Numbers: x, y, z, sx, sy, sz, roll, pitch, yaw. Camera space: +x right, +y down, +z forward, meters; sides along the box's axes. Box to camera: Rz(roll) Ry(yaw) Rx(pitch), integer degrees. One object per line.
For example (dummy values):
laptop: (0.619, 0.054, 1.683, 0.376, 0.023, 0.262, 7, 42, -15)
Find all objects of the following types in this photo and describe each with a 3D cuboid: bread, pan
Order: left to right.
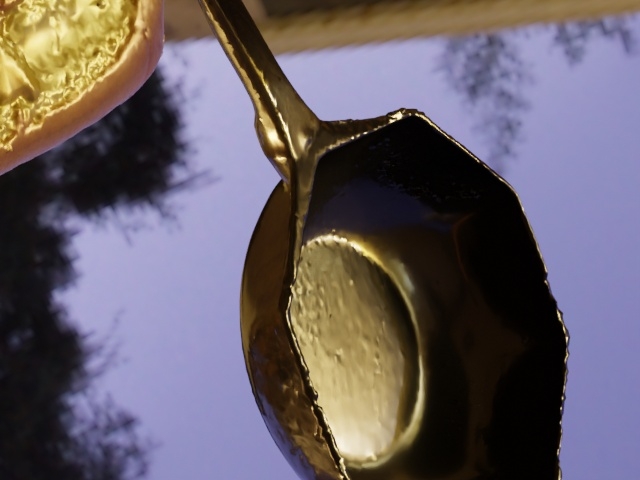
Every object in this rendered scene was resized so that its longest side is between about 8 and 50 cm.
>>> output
bread: (-0.211, -0.110, 1.028, 0.119, 0.152, 0.288, -9, -163, 38)
pan: (0.009, -0.005, 0.554, 0.048, 0.202, 0.128, -15, -173, 37)
